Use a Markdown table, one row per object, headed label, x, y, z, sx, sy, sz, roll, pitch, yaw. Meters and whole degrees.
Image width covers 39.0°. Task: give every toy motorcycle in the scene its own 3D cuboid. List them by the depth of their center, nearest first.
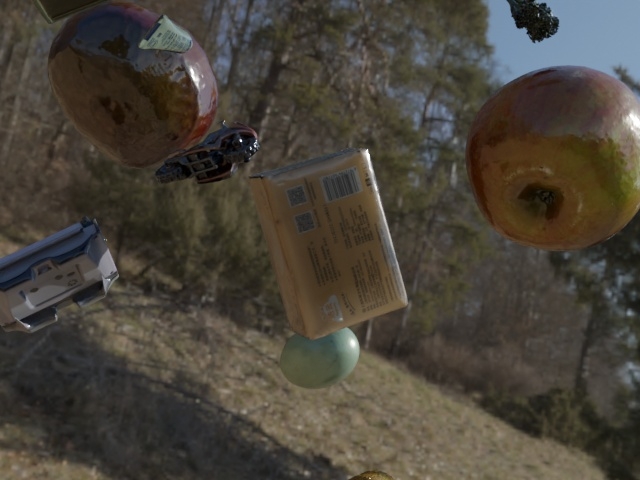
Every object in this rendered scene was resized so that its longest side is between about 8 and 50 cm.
| label | x | y | z | sx | sy | sz | roll | pitch | yaw |
| --- | --- | --- | --- | --- | --- | --- | --- | --- | --- |
| toy motorcycle | -0.198 | -0.155 | 1.638 | 0.213 | 0.118 | 0.084 | -13 | -60 | 23 |

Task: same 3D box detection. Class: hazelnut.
| label | x | y | z | sx | sy | sz | roll | pitch | yaw |
| --- | --- | --- | --- | --- | --- | --- | --- | --- | --- |
| hazelnut | -0.436 | -0.382 | 2.145 | 0.421 | 0.420 | 0.352 | 15 | -53 | -22 |

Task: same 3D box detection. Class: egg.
| label | x | y | z | sx | sy | sz | roll | pitch | yaw |
| --- | --- | --- | --- | --- | --- | --- | --- | --- | --- |
| egg | -0.003 | 0.265 | 2.080 | 0.192 | 0.149 | 0.149 | -21 | -23 | 16 |

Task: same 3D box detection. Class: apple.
| label | x | y | z | sx | sy | sz | roll | pitch | yaw |
| --- | --- | --- | --- | --- | --- | --- | --- | --- | --- |
| apple | 0.351 | -0.121 | 1.379 | 0.302 | 0.301 | 0.301 | 9 | -13 | 2 |

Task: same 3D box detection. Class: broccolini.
| label | x | y | z | sx | sy | sz | roll | pitch | yaw |
| --- | --- | --- | --- | --- | --- | --- | --- | --- | --- |
| broccolini | 0.334 | -0.404 | 1.504 | 0.074 | 0.201 | 0.058 | 32 | -60 | -35 |

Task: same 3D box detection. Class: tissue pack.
| label | x | y | z | sx | sy | sz | roll | pitch | yaw |
| --- | --- | --- | --- | --- | --- | --- | --- | --- | --- |
| tissue pack | 0.000 | 0.000 | 1.683 | 0.239 | 0.305 | 0.238 | -16 | 7 | 2 |

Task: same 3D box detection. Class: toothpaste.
| label | x | y | z | sx | sy | sz | roll | pitch | yaw |
| --- | --- | --- | --- | --- | --- | --- | --- | --- | --- |
| toothpaste | -0.235 | -0.317 | 1.413 | 0.037 | 0.062 | 0.216 | 38 | 10 | 0 |

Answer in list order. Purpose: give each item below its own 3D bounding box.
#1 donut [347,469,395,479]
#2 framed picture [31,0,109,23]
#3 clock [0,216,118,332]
| label | x | y | z | sx | sy | sz | roll | pitch | yaw |
| --- | --- | --- | --- | --- | --- | --- | --- | --- | --- |
| donut | 0.097 | 0.612 | 2.042 | 0.190 | 0.174 | 0.075 | -24 | -23 | 23 |
| framed picture | -0.333 | -0.382 | 1.330 | 0.189 | 0.023 | 0.260 | -23 | 4 | -7 |
| clock | -0.502 | 0.072 | 1.666 | 0.253 | 0.083 | 0.186 | -27 | -27 | -14 |
